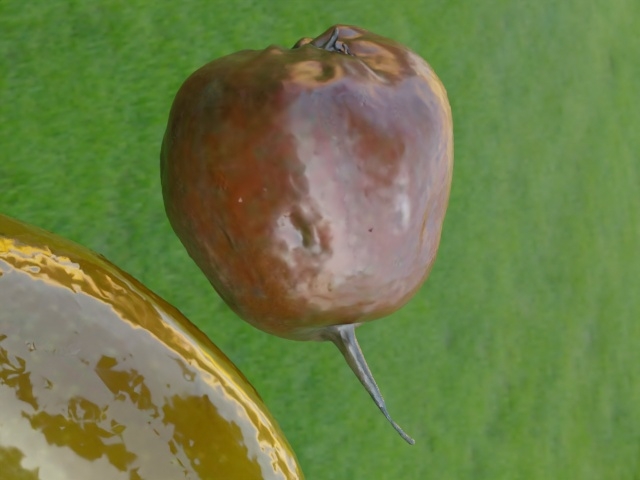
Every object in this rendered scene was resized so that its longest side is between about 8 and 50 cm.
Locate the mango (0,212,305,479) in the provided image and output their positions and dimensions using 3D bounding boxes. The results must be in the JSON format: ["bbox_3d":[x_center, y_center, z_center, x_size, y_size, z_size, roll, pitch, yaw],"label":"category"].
[{"bbox_3d":[-0.106,0.055,0.350,0.136,0.227,0.099,-64,180,11],"label":"mango"}]

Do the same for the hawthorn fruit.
[{"bbox_3d":[-0.012,-0.012,0.624,0.149,0.149,0.189,16,86,-60],"label":"hawthorn fruit"}]
